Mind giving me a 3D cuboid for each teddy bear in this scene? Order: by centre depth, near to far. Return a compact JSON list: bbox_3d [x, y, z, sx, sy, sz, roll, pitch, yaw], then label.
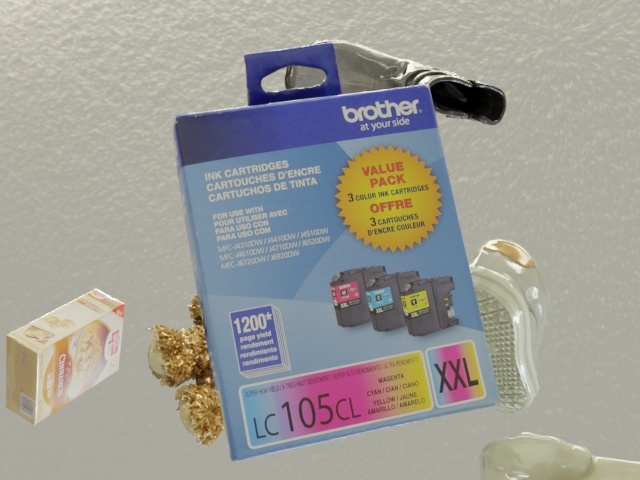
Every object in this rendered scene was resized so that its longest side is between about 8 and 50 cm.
[{"bbox_3d":[-0.117,0.182,1.092,0.113,0.338,0.245,-41,-122,18],"label":"teddy bear"}]

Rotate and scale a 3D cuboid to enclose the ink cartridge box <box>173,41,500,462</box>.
[{"bbox_3d":[0.000,0.000,0.786,0.270,0.151,0.395,-10,-100,-11],"label":"ink cartridge box"}]

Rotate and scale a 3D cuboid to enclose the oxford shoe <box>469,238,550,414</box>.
[{"bbox_3d":[0.295,0.155,1.234,0.169,0.130,0.449,22,-29,26],"label":"oxford shoe"}]

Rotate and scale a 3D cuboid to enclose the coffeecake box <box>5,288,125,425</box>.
[{"bbox_3d":[-0.405,0.181,1.201,0.068,0.185,0.142,24,-61,20],"label":"coffeecake box"}]

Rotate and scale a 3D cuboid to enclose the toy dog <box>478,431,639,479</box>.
[{"bbox_3d":[0.238,0.411,0.608,0.285,0.407,0.395,11,-35,-2],"label":"toy dog"}]

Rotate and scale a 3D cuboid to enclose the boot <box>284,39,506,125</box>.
[{"bbox_3d":[0.128,-0.264,1.262,0.338,0.223,0.118,-3,-72,-24],"label":"boot"}]
